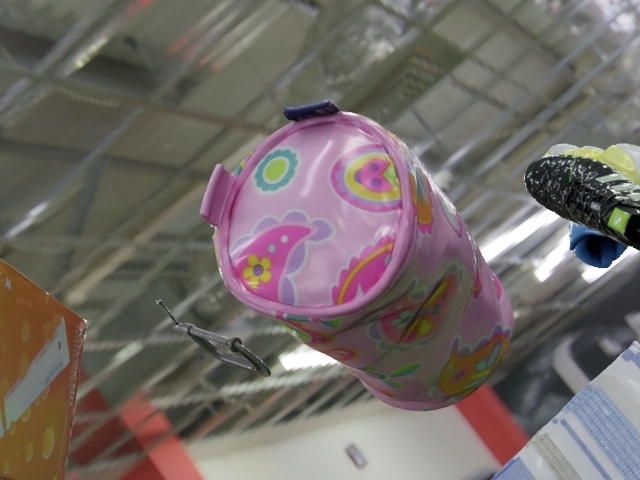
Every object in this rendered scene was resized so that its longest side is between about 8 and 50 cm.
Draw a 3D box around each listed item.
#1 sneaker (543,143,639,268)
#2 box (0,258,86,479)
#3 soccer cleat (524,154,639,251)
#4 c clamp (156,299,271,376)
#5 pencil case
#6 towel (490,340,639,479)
[{"bbox_3d":[0.283,-0.036,1.556,0.240,0.091,0.126,167,126,-78],"label":"sneaker"},{"bbox_3d":[-0.390,0.141,1.504,0.168,0.215,0.345,3,-16,11],"label":"box"},{"bbox_3d":[0.259,-0.029,1.274,0.072,0.179,0.060,-15,-52,-64],"label":"soccer cleat"},{"bbox_3d":[-0.145,0.146,2.018,0.022,0.161,0.137,-56,-43,-20],"label":"c clamp"},{"bbox_3d":[0.032,0.021,0.850,0.124,0.124,0.284,-39,-25,5],"label":"pencil case"},{"bbox_3d":[0.365,0.288,1.839,0.285,0.209,0.034,-45,-44,9],"label":"towel"}]
